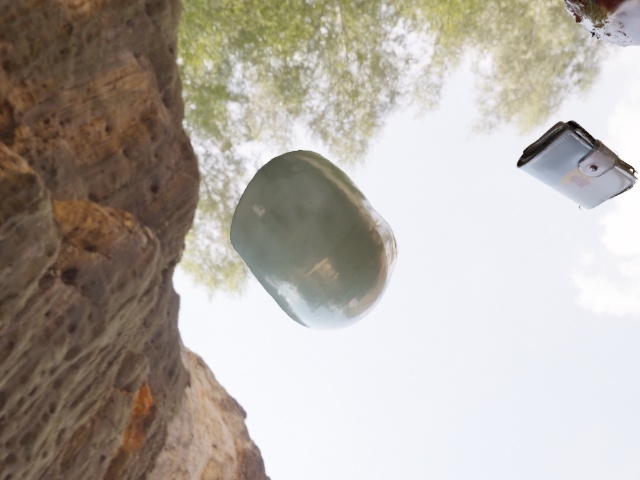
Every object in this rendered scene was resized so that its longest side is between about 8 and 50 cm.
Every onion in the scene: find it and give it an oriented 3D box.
[{"bbox_3d":[0.245,-0.198,0.494,0.107,0.107,0.097,34,-85,32],"label":"onion"}]

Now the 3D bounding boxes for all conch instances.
[{"bbox_3d":[0.005,0.000,0.692,0.121,0.221,0.185,-11,-119,31],"label":"conch"}]

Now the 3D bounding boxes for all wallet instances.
[{"bbox_3d":[0.580,-0.167,1.439,0.231,0.170,0.069,28,-130,-18],"label":"wallet"}]
